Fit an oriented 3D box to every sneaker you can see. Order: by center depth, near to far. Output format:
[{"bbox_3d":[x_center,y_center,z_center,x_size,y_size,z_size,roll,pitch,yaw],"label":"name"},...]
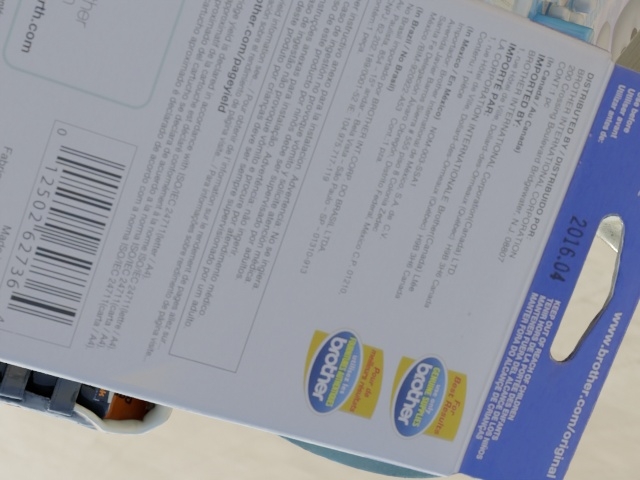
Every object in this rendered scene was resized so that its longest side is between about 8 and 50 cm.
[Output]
[{"bbox_3d":[-0.326,0.158,1.737,0.321,0.126,0.127,20,167,-30],"label":"sneaker"}]

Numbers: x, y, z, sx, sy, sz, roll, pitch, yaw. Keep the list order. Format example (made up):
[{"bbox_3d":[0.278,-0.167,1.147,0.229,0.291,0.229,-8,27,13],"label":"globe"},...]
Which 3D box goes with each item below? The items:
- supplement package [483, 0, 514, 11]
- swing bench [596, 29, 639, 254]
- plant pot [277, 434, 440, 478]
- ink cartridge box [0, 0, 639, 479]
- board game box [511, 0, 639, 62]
[{"bbox_3d":[0.095,-0.161,1.328,0.204,0.145,0.262,41,124,11],"label":"supplement package"},{"bbox_3d":[0.277,0.003,0.790,0.253,0.165,0.254,45,-162,20],"label":"swing bench"},{"bbox_3d":[0.047,0.013,1.095,0.293,0.196,0.293,21,-156,-10],"label":"plant pot"},{"bbox_3d":[-0.016,-0.023,0.547,0.311,0.186,0.065,18,-172,-16],"label":"ink cartridge box"},{"bbox_3d":[0.259,-0.252,1.022,0.050,0.390,0.390,18,-172,26],"label":"board game box"}]
